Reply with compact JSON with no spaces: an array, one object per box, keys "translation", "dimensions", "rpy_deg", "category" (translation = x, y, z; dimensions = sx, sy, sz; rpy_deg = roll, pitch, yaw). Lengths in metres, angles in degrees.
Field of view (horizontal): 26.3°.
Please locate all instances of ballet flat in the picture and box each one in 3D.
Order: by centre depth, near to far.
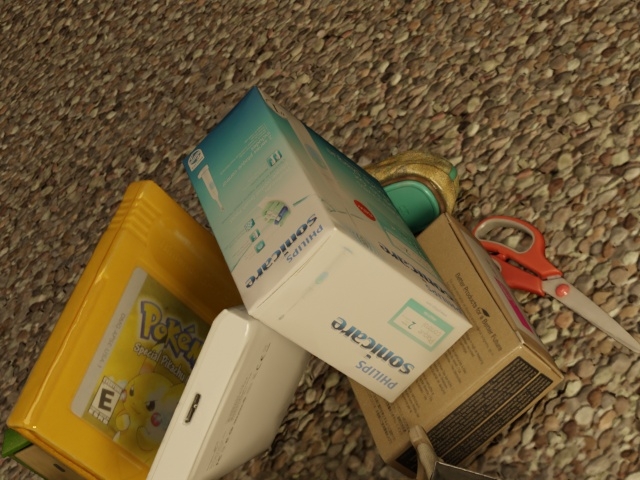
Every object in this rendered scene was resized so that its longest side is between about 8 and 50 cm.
[{"translation":[0.021,-0.028,1.703],"dimensions":[0.349,0.123,0.123],"rpy_deg":[-18,44,31],"category":"ballet flat"}]

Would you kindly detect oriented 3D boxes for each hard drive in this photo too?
[{"translation":[-0.078,0.156,1.442],"dimensions":[0.040,0.307,0.203],"rpy_deg":[26,98,12],"category":"hard drive"}]

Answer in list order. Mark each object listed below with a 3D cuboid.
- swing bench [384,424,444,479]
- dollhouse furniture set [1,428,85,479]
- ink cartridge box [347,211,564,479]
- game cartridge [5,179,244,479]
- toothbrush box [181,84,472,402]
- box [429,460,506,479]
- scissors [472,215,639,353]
[{"translation":[0.028,0.343,1.279],"dimensions":[0.255,0.165,0.253],"rpy_deg":[-15,39,-4],"category":"swing bench"},{"translation":[-0.379,0.365,1.656],"dimensions":[0.302,0.151,0.197],"rpy_deg":[-30,40,19],"category":"dollhouse furniture set"},{"translation":[0.125,0.115,1.462],"dimensions":[0.193,0.088,0.234],"rpy_deg":[-42,37,14],"category":"ink cartridge box"},{"translation":[-0.181,0.140,1.573],"dimensions":[0.053,0.285,0.323],"rpy_deg":[-2,55,43],"category":"game cartridge"},{"translation":[0.000,0.000,1.438],"dimensions":[0.126,0.216,0.295],"rpy_deg":[-45,36,14],"category":"toothbrush box"},{"translation":[0.205,0.343,1.079],"dimensions":[0.322,0.079,0.257],"rpy_deg":[14,60,15],"category":"box"},{"translation":[0.257,0.040,1.479],"dimensions":[0.297,0.021,0.109],"rpy_deg":[19,68,51],"category":"scissors"}]
